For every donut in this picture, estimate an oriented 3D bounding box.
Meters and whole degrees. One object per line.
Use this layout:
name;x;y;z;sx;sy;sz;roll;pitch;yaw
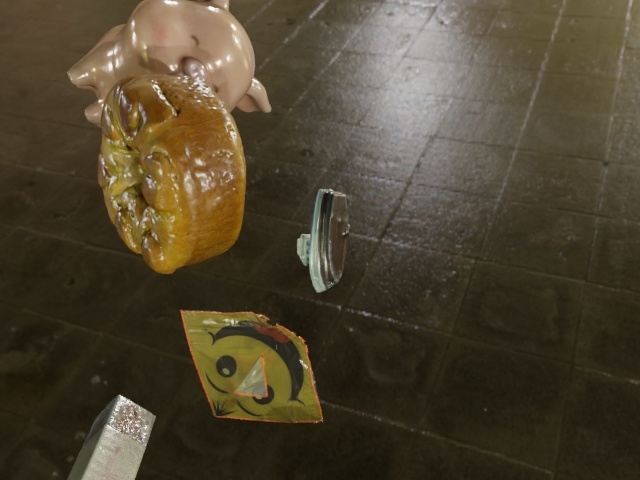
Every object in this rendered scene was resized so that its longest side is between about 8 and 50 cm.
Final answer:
donut;-0.173;-0.079;0.735;0.114;0.226;0.226;-13;38;-33

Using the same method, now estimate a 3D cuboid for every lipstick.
lipstick;-0.314;0.368;0.868;0.080;0.076;0.371;-45;18;20

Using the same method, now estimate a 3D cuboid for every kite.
kite;-0.157;0.280;1.359;0.377;0.327;0.013;35;32;1

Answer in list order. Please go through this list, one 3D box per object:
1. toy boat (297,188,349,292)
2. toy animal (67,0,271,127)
toy boat;0.000;0.000;0.866;0.066;0.140;0.059;2;0;38
toy animal;-0.239;-0.255;0.988;0.269;0.237;0.326;-29;25;-13
